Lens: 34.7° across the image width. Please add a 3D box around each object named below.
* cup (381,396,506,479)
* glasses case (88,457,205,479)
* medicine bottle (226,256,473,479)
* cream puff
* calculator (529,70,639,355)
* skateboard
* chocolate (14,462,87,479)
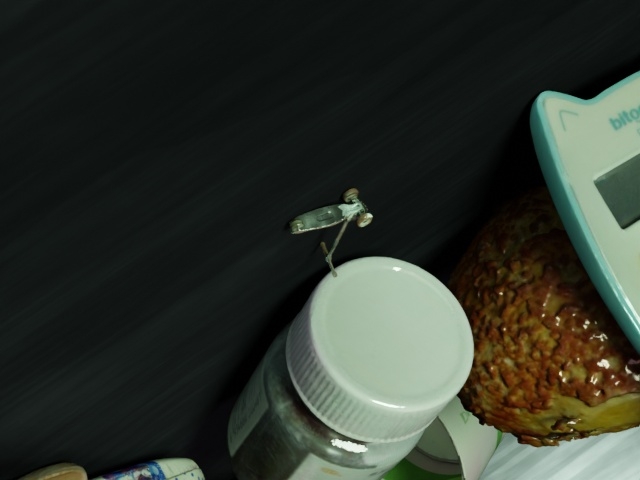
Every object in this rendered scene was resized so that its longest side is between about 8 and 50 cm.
[{"bbox_3d":[0.112,0.246,1.321,0.253,0.253,0.274,-46,169,29],"label":"cup"},{"bbox_3d":[-0.237,0.279,0.965,0.125,0.076,0.327,-43,162,30],"label":"glasses case"},{"bbox_3d":[0.020,0.146,0.960,0.165,0.165,0.273,-25,161,-33],"label":"medicine bottle"},{"bbox_3d":[0.268,0.048,1.038,0.350,0.228,0.350,-22,-169,5],"label":"cream puff"},{"bbox_3d":[0.345,0.012,0.877,0.256,0.386,0.054,-28,172,-25],"label":"calculator"},{"bbox_3d":[0.000,0.000,0.777,0.064,0.032,0.083,-18,155,-21],"label":"skateboard"},{"bbox_3d":[-0.243,0.221,0.858,0.101,0.031,0.064,-10,111,-52],"label":"chocolate"}]
